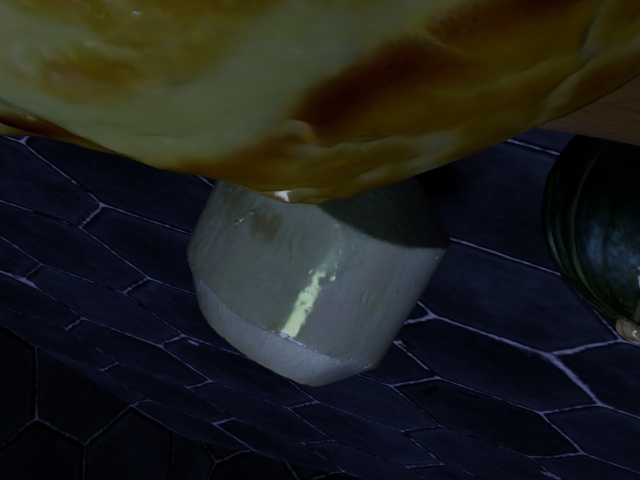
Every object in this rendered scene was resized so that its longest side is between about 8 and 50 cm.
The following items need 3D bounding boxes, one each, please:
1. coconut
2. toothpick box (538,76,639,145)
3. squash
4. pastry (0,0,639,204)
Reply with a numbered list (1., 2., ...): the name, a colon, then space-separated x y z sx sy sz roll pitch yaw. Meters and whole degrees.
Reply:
1. coconut: 0.002 0.000 1.204 0.241 0.241 0.241 20 161 7
2. toothpick box: 0.218 -0.096 0.685 0.294 0.192 0.192 21 162 -14
3. squash: 0.256 -0.007 0.940 0.218 0.172 0.218 18 167 4
4. pastry: -0.005 -0.178 0.465 0.312 0.388 0.388 57 151 -12
